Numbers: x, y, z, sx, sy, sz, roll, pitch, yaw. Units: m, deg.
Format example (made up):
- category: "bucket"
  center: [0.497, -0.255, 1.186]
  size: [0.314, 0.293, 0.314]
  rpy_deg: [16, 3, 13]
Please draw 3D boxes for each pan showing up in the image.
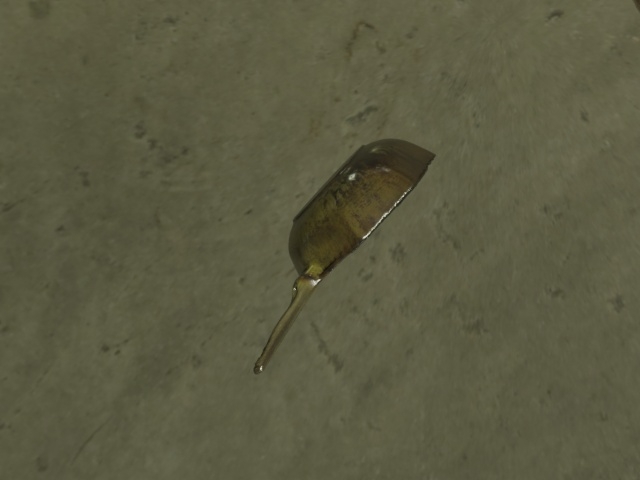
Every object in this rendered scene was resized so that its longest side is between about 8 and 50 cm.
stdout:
- category: "pan"
  center: [0.009, -0.009, 0.689]
  size: [0.048, 0.202, 0.128]
  rpy_deg: [41, 125, -4]

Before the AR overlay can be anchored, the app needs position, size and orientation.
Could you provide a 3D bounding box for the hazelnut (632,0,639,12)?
- category: "hazelnut"
  center: [0.325, -0.229, 0.785]
  size: [0.186, 0.210, 0.210]
  rpy_deg: [-3, 96, -35]
